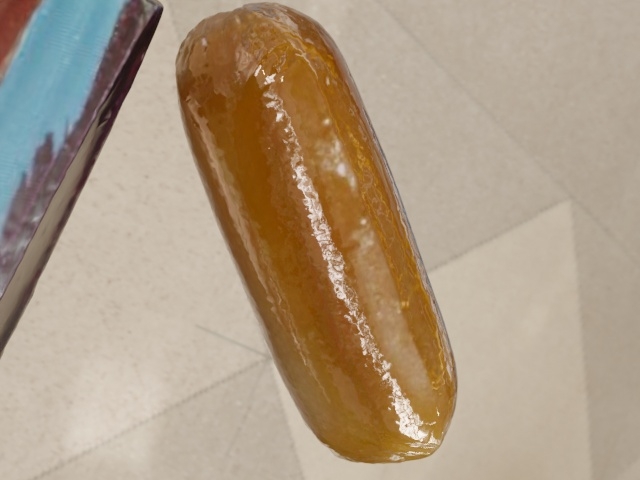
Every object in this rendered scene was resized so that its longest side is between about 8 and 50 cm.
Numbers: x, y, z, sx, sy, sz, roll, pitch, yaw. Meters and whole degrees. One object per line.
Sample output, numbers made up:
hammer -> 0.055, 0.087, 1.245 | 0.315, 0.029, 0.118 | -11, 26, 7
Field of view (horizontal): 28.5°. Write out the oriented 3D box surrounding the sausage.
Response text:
sausage -> -0.001, 0.000, 0.705 | 0.105, 0.105, 0.274 | -33, 108, -41

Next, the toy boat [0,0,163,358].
toy boat -> -0.184, 0.054, 0.526 | 0.392, 0.079, 0.136 | -61, -176, 9
